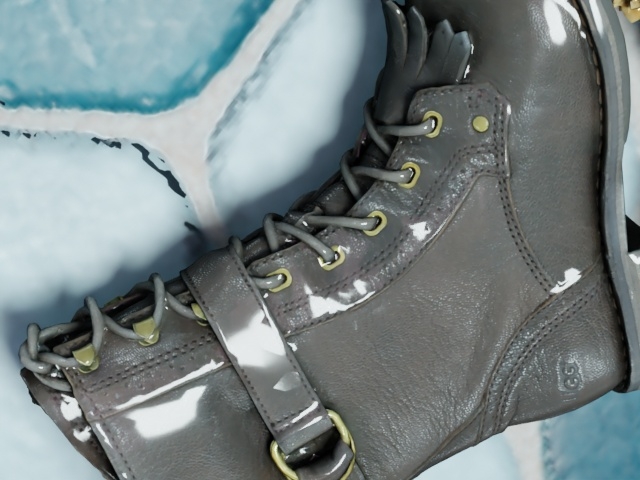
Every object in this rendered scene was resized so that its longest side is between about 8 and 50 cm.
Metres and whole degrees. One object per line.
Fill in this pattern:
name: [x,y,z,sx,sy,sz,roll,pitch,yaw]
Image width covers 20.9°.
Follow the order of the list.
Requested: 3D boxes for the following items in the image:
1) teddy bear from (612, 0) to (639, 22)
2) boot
teddy bear: [0.236,-0.059,0.659,0.338,0.113,0.245,30,85,-8]
boot: [0.000,0.000,0.611,0.229,0.091,0.263,-25,106,-8]
